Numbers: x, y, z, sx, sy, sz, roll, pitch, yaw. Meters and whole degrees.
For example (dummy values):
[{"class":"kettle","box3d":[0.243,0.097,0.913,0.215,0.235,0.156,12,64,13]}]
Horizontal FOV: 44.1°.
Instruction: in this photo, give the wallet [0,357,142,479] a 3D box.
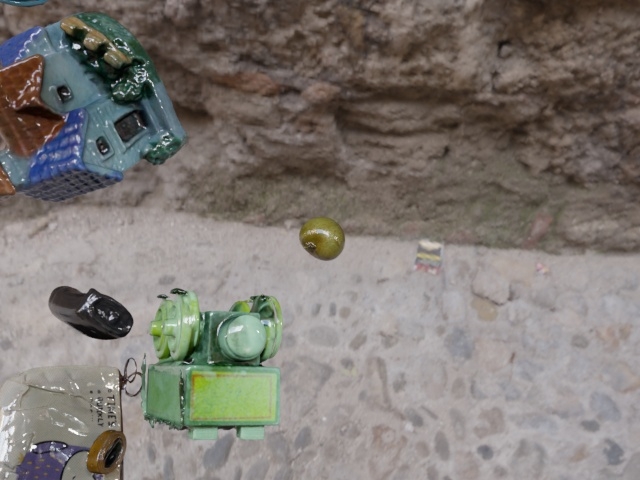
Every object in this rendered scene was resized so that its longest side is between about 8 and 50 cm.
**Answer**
[{"class":"wallet","box3d":[-0.459,0.372,1.431,0.275,0.068,0.335,12,67,-37]}]

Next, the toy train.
[{"class":"toy train","box3d":[-0.148,0.165,1.065,0.159,0.272,0.188,5,79,-24]}]

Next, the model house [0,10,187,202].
[{"class":"model house","box3d":[-0.456,-0.208,1.347,0.252,0.294,0.329,-7,24,32]}]

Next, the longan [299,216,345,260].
[{"class":"longan","box3d":[0.000,0.000,1.248,0.075,0.075,0.083,36,38,15]}]

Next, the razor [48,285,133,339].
[{"class":"razor","box3d":[-0.326,0.105,1.119,0.090,0.148,0.054,40,67,-31]}]

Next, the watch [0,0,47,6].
[{"class":"watch","box3d":[-0.393,-0.387,0.985,0.211,0.193,0.210,-5,78,26]}]

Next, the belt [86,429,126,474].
[{"class":"belt","box3d":[-0.383,0.384,1.427,0.036,0.059,0.083,-7,39,33]}]
